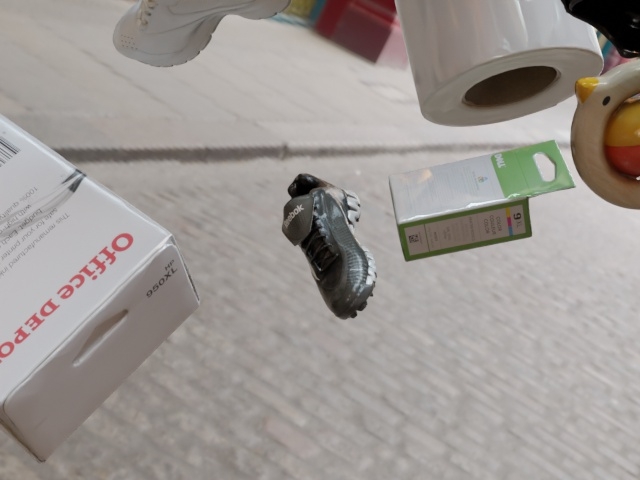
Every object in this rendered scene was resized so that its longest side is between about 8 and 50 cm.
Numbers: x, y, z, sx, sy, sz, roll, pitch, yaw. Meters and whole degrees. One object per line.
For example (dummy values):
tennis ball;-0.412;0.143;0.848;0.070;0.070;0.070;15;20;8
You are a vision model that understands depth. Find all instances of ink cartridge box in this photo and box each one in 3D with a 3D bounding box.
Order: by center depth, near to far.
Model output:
ink cartridge box;0.192;-0.048;1.268;0.209;0.062;0.109;-12;35;6
ink cartridge box;-0.392;0.038;1.313;0.395;0.285;0.166;33;-23;27

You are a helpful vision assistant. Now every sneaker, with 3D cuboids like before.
sneaker;0.230;-0.246;0.903;0.235;0.084;0.097;41;50;-20
sneaker;0.000;0.000;1.241;0.106;0.078;0.234;31;28;-26
sneaker;-0.163;-0.292;1.249;0.129;0.111;0.297;5;-18;-44

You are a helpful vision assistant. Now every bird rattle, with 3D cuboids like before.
bird rattle;0.370;-0.112;1.135;0.207;0.253;0.143;-10;29;2

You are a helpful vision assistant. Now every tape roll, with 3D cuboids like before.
tape roll;0.233;-0.274;1.405;0.246;0.246;0.169;6;67;-52
